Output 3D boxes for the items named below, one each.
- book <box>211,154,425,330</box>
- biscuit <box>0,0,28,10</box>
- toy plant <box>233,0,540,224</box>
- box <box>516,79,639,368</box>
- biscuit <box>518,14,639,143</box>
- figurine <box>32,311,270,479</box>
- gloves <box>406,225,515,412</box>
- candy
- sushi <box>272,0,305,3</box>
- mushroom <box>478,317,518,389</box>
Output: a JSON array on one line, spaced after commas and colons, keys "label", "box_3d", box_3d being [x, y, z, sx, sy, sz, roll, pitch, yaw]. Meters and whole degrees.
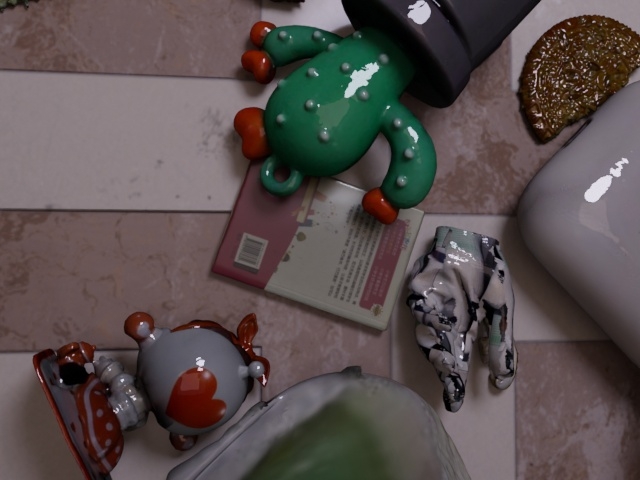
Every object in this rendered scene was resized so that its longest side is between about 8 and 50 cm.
[{"label": "book", "box_3d": [0.000, 0.000, 0.776, 0.231, 0.022, 0.162, 20, 87, -7]}, {"label": "biscuit", "box_3d": [-0.395, -0.337, 0.735, 0.203, 0.016, 0.144, -19, 91, -7]}, {"label": "toy plant", "box_3d": [0.078, -0.201, 0.717, 0.400, 0.185, 0.279, -42, 103, -2]}, {"label": "box", "box_3d": [0.436, -0.007, 0.778, 0.289, 0.141, 0.349, -45, 94, -8]}, {"label": "biscuit", "box_3d": [0.341, -0.231, 0.831, 0.206, 0.025, 0.126, -40, 93, -8]}, {"label": "figurine", "box_3d": [-0.165, 0.158, 0.695, 0.226, 0.160, 0.184, -25, 92, -17]}, {"label": "gloves", "box_3d": [0.165, 0.096, 0.757, 0.127, 0.111, 0.212, 18, 82, -31]}, {"label": "candy", "box_3d": [-0.015, 0.352, 0.621, 0.426, 0.386, 0.186, -31, 132, -9]}, {"label": "sushi", "box_3d": [-0.054, -0.339, 0.750, 0.060, 0.118, 0.062, -20, 54, 15]}, {"label": "mushroom", "box_3d": [0.229, 0.141, 0.805, 0.049, 0.019, 0.101, -5, 86, -9]}]
